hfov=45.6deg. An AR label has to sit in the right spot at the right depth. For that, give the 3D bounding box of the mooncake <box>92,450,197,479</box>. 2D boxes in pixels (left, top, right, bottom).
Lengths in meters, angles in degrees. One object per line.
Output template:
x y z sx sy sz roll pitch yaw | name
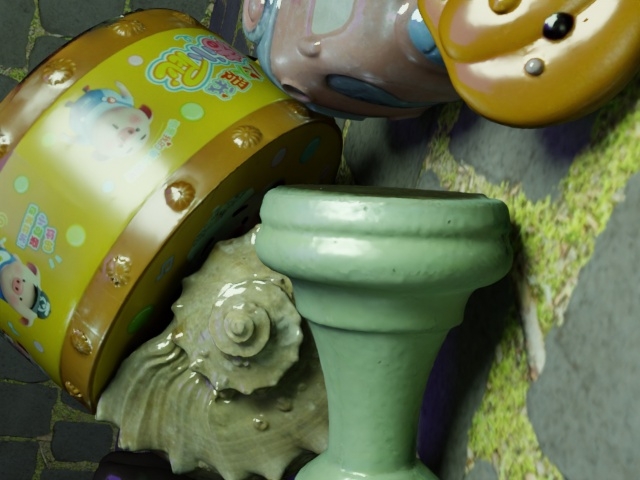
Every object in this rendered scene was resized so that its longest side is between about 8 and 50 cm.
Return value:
-0.270 0.531 1.216 0.350 0.212 0.381 152 122 -73 | mooncake

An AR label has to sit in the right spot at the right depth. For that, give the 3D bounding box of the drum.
-0.180 -0.021 0.854 0.431 0.214 0.431 -50 -14 -17 | drum

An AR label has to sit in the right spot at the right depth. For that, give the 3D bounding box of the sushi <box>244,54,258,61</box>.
-0.129 -0.114 1.169 0.211 0.170 0.350 -59 -10 -52 | sushi

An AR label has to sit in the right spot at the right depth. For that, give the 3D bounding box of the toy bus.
0.074 -0.238 0.644 0.232 0.197 0.294 37 115 57 | toy bus

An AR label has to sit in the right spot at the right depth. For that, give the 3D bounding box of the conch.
-0.060 0.154 0.779 0.210 0.297 0.352 59 177 34 | conch

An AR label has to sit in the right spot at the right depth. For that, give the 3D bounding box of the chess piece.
0.042 0.109 0.587 0.194 0.194 0.299 -159 71 -71 | chess piece

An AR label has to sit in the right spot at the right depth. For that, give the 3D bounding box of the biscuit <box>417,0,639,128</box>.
0.142 -0.162 0.483 0.170 0.050 0.170 0 90 30 | biscuit
